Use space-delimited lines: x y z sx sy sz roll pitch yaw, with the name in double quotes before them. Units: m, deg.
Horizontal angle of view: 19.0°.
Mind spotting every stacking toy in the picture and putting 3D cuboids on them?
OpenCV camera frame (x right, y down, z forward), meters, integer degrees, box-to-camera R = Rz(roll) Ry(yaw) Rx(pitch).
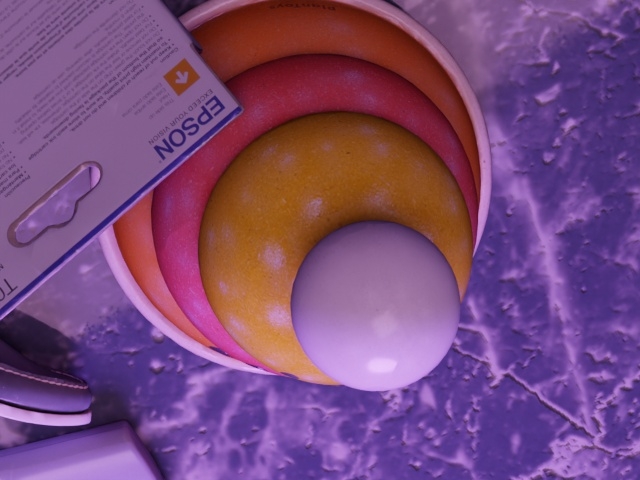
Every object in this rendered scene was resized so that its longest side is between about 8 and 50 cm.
"stacking toy" 0.000 0.000 1.472 0.350 0.480 0.350 -2 105 -7

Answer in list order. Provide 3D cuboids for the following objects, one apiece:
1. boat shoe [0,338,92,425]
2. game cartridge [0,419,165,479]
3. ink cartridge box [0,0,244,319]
"boat shoe" -0.330 0.076 1.636 0.319 0.116 0.099 22 87 -22
"game cartridge" -0.211 0.320 1.756 0.198 0.062 0.297 -13 106 0
"ink cartridge box" -0.265 -0.108 1.533 0.324 0.071 0.330 -40 71 4
